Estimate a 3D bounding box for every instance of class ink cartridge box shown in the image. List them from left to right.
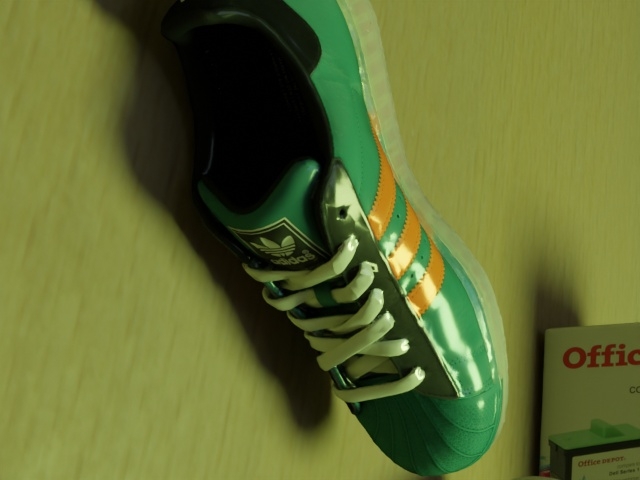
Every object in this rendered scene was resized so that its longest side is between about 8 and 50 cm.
[{"bbox_3d":[0.269,0.200,0.988,0.117,0.201,0.278,32,57,-52],"label":"ink cartridge box"}]

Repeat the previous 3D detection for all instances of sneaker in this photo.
[{"bbox_3d":[0.000,0.000,0.688,0.121,0.108,0.302,-38,109,-54],"label":"sneaker"}]

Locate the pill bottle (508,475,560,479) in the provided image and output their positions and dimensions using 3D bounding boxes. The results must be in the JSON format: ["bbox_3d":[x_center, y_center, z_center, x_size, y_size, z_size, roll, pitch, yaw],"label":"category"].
[{"bbox_3d":[0.097,0.227,0.781,0.208,0.119,0.119,-25,105,-57],"label":"pill bottle"}]
